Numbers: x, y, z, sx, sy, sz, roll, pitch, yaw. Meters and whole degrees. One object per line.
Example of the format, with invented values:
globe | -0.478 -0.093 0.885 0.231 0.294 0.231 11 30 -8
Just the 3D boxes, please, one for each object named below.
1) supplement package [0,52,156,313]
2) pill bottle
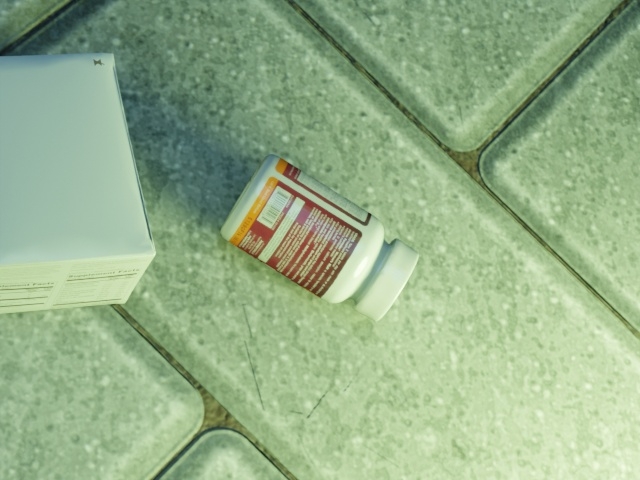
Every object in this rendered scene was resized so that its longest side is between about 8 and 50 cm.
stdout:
supplement package | -0.326 -0.066 1.936 0.204 0.145 0.262 -5 67 -24
pill bottle | 0.000 0.000 2.048 0.221 0.121 0.121 32 58 -5
